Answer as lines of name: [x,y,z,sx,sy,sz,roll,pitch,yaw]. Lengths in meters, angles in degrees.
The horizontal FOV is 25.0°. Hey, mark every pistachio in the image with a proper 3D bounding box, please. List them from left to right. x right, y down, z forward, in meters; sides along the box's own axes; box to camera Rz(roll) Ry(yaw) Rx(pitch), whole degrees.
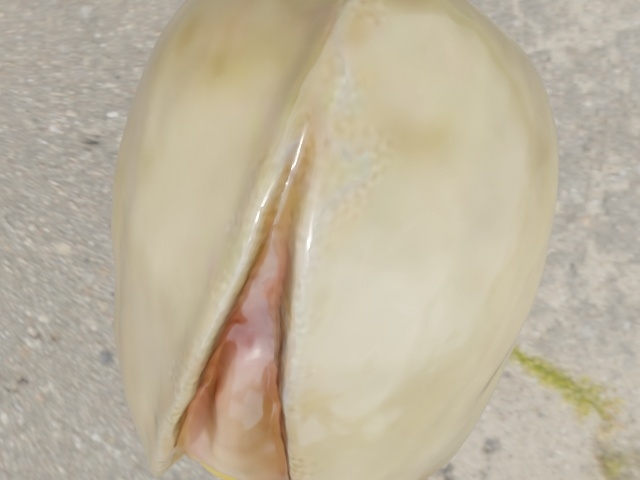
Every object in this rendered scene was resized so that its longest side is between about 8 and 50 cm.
pistachio: [0.000,0.000,0.713,0.229,0.230,0.309,3,121,-21]
